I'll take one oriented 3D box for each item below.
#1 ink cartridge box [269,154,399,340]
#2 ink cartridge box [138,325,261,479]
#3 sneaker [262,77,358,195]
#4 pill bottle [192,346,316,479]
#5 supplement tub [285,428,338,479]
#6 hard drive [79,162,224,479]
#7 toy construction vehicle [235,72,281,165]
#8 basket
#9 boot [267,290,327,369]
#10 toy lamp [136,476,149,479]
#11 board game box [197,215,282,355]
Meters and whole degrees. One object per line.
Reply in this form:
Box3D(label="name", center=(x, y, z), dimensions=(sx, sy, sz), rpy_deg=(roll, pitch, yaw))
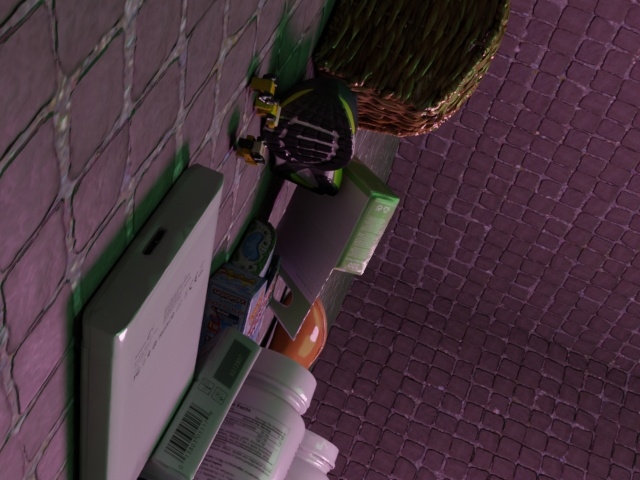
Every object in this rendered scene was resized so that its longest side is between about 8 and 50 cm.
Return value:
Box3D(label="ink cartridge box", center=(0.000, 0.000, 1.318), dimensions=(0.235, 0.056, 0.171), rpy_deg=(-64, -145, 18))
Box3D(label="ink cartridge box", center=(-0.176, 0.221, 1.137), dimensions=(0.232, 0.066, 0.189), rpy_deg=(-34, -158, 49))
Box3D(label="sneaker", center=(-0.004, -0.147, 1.157), dimensions=(0.300, 0.111, 0.121), rpy_deg=(121, -14, -79))
Box3D(label="pill bottle", center=(-0.119, 0.311, 1.425), dimensions=(0.160, 0.160, 0.283), rpy_deg=(101, 13, -61))
Box3D(label="supplement tub", center=(-0.121, 0.463, 1.598), dimensions=(0.235, 0.235, 0.325), rpy_deg=(95, 18, -70))
Box3D(label="hard drive", center=(-0.160, 0.103, 0.889), dimensions=(0.307, 0.040, 0.203), rpy_deg=(106, 8, -46))
Box3D(label="toy construction vehicle", center=(-0.066, -0.122, 0.983), dimensions=(0.098, 0.035, 0.086), rpy_deg=(67, 34, -85))
Box3D(label="basket", center=(0.141, -0.292, 1.312), dimensions=(0.223, 0.213, 0.299), rpy_deg=(76, 36, -79))
Box3D(label="boot", center=(-0.089, 0.242, 1.844), dimensions=(0.220, 0.109, 0.283), rpy_deg=(-35, 148, -63))
Box3D(label="toy lamp", center=(-0.239, 0.384, 1.020), dimensions=(0.080, 0.080, 0.275), rpy_deg=(-25, 136, -81))
Box3D(label="board game box", center=(-0.100, 0.075, 1.228), dimensions=(0.194, 0.060, 0.194), rpy_deg=(105, 9, -55))
